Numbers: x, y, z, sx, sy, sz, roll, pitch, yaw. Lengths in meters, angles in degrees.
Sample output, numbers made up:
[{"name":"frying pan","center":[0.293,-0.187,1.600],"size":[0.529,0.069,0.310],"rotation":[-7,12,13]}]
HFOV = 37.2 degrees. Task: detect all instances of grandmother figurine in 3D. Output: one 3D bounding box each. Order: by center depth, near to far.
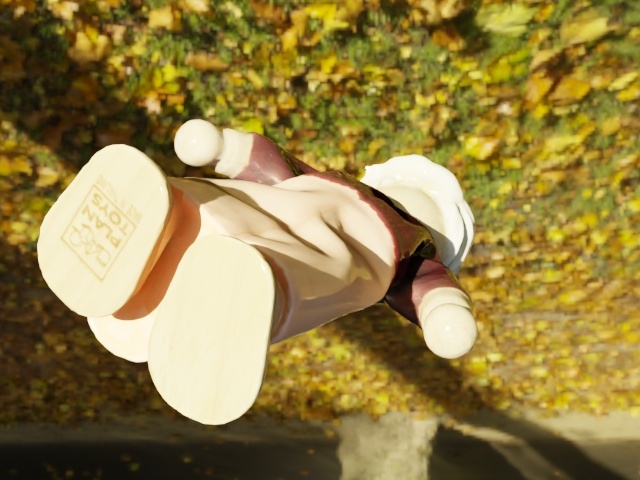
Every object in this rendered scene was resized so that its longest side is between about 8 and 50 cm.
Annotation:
[{"name":"grandmother figurine","center":[0.000,0.000,0.533],"size":[0.104,0.208,0.342],"rotation":[-49,162,21]}]
